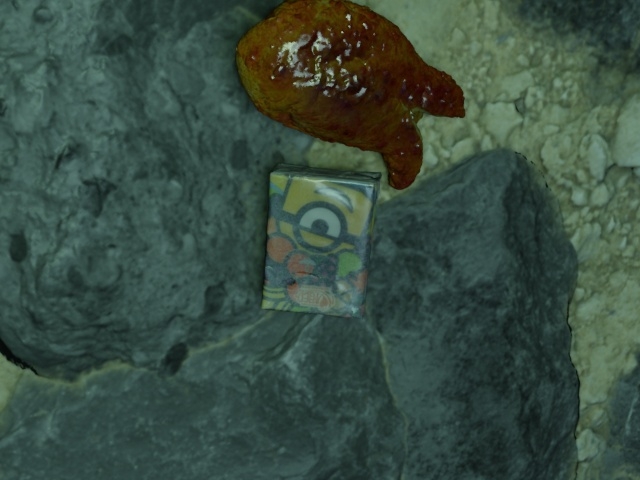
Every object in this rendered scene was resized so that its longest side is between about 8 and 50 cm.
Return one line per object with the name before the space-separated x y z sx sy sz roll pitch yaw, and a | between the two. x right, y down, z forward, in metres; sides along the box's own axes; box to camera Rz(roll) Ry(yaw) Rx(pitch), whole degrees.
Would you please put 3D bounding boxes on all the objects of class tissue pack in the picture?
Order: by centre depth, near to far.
tissue pack | 0.000 0.000 1.170 0.109 0.060 0.148 6 109 2

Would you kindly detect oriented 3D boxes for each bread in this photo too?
bread | 0.038 -0.146 1.125 0.269 0.095 0.139 29 105 -32
